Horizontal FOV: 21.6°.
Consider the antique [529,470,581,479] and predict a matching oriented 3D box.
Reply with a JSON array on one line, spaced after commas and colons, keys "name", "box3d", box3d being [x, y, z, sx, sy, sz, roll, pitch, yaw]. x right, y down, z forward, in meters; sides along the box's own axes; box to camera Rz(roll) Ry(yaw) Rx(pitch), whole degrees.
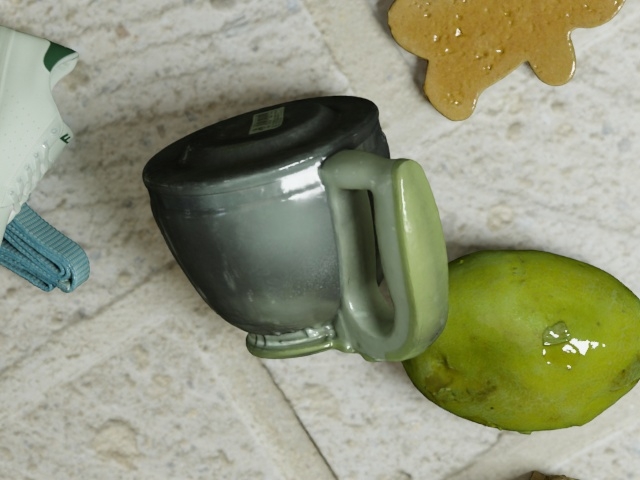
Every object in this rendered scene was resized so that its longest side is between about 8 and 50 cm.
[{"name": "antique", "box3d": [0.248, 0.321, 1.672, 0.146, 0.152, 0.148, 24, 102, 9]}]

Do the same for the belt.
[{"name": "belt", "box3d": [-0.323, -0.016, 1.809, 0.179, 0.065, 0.100, 32, 114, 5]}]

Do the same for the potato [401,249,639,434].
[{"name": "potato", "box3d": [0.196, 0.099, 1.650, 0.253, 0.148, 0.186, -5, 96, 15]}]

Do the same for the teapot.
[{"name": "teapot", "box3d": [0.005, -0.009, 1.636, 0.321, 0.239, 0.239, -7, 111, 28]}]

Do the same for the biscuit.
[{"name": "biscuit", "box3d": [0.193, -0.220, 1.656, 0.240, 0.035, 0.158, -23, 95, 17]}]

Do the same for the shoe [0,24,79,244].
[{"name": "shoe", "box3d": [-0.312, -0.094, 1.737, 0.110, 0.095, 0.265, 6, 77, -11]}]
